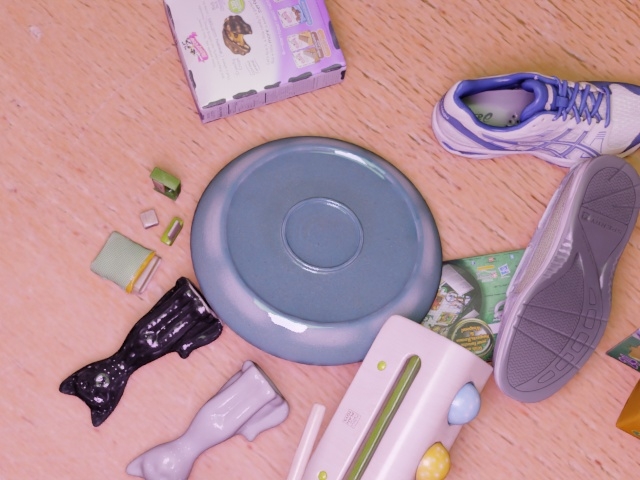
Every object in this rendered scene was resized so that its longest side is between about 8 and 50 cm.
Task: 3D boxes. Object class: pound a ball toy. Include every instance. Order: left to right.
[{"bbox_3d":[0.066,0.252,1.822,0.135,0.208,0.319,26,85,28],"label":"pound a ball toy"}]

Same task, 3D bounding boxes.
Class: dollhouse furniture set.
[{"bbox_3d":[-0.222,-0.011,1.973,0.076,0.058,0.152,29,79,5],"label":"dollhouse furniture set"}]

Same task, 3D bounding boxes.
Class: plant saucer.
[{"bbox_3d":[0.000,0.000,1.941,0.317,0.044,0.318,5,62,-9],"label":"plant saucer"}]

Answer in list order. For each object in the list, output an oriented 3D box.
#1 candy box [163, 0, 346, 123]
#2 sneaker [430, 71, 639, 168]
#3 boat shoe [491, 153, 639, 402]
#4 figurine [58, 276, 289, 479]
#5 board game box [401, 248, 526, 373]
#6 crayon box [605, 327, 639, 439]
[{"bbox_3d":[-0.086,-0.259,2.025,0.196,0.070,0.165,-17,79,-6],"label":"candy box"},{"bbox_3d":[0.291,-0.156,1.984,0.296,0.131,0.112,-5,76,-4],"label":"sneaker"},{"bbox_3d":[0.292,0.046,1.937,0.118,0.103,0.320,23,83,-16],"label":"boat shoe"},{"bbox_3d":[-0.179,0.191,1.926,0.209,0.092,0.215,-39,82,-1],"label":"figurine"},{"bbox_3d":[0.184,0.089,1.980,0.259,0.030,0.136,-8,76,-3],"label":"board game box"},{"bbox_3d":[0.481,0.230,1.868,0.323,0.203,0.083,29,79,5],"label":"crayon box"}]
